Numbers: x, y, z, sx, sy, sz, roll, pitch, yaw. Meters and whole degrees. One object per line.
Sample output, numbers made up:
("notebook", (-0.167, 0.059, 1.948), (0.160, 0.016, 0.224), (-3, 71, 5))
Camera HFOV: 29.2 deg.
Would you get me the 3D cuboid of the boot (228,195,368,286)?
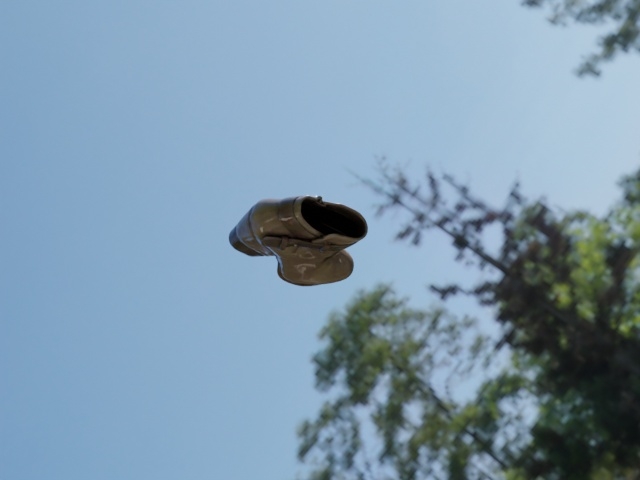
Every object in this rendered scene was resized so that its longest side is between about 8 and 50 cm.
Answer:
("boot", (0.000, 0.000, 0.810), (0.118, 0.087, 0.042), (13, -110, -38))
